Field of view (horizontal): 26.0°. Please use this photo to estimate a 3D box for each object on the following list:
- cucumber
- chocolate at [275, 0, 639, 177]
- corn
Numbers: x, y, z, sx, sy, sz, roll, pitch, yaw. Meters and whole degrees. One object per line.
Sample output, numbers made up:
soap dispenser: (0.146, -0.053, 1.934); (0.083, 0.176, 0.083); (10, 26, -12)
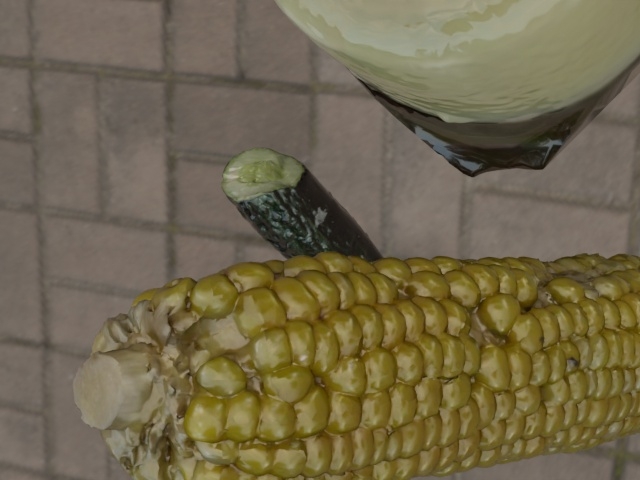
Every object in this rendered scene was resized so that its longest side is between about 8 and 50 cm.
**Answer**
cucumber: (0.001, 0.001, 1.261); (0.074, 0.074, 0.241); (-17, 140, 26)
chocolate: (0.081, -0.233, 0.942); (0.326, 0.297, 0.314); (-46, 72, 24)
corn: (0.054, 0.048, 0.545); (0.097, 0.320, 0.097); (2, 93, 51)
